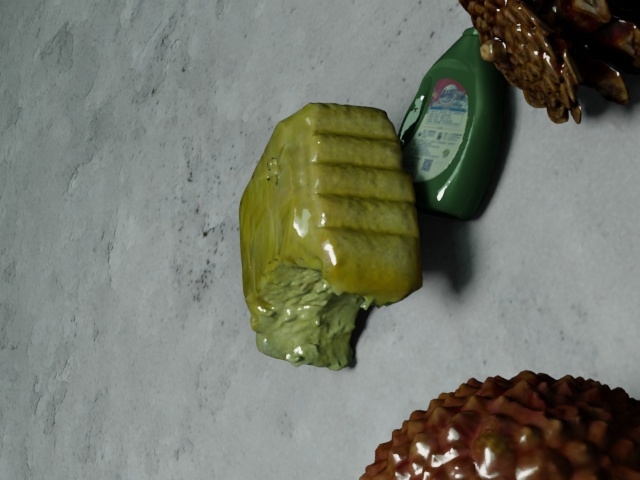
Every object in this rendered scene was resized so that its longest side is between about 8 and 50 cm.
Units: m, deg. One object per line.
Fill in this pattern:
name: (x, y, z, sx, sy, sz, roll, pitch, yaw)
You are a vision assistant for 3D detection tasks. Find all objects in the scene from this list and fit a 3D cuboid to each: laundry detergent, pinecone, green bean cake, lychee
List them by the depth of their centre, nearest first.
lychee: (0.156, 0.226, 0.686, 0.276, 0.304, 0.275, -24, 33, 16)
pinecone: (0.223, -0.210, 0.851, 0.208, 0.208, 0.207, -22, 60, 44)
laundry detergent: (0.135, -0.131, 1.018, 0.137, 0.063, 0.210, 12, 85, 58)
green bean cake: (0.000, 0.000, 1.028, 0.236, 0.124, 0.232, 124, 144, -54)
